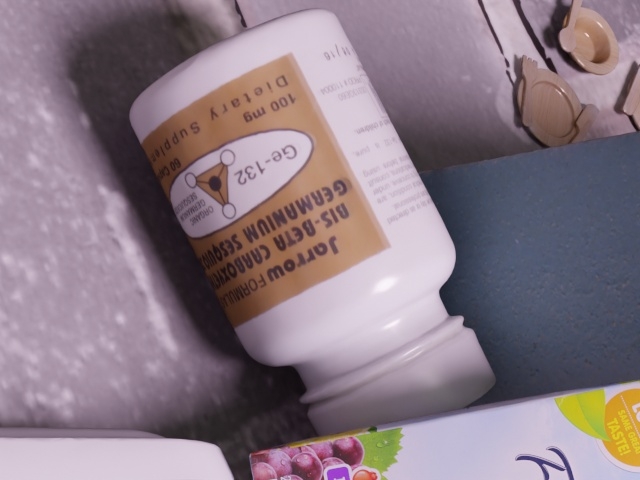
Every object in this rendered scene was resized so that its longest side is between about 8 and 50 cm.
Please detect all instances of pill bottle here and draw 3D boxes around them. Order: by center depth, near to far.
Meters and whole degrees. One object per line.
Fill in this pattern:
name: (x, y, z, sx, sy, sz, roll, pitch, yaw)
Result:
pill bottle: (0.000, 0.000, 0.796, 0.131, 0.131, 0.229, -26, 87, -40)

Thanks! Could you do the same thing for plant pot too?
plant pot: (0.214, 0.077, 0.861, 0.248, 0.247, 0.252, 2, 85, -35)

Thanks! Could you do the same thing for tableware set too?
tableware set: (0.216, -0.098, 1.064, 0.169, 0.020, 0.141, 36, 54, -19)

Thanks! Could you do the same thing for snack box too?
snack box: (0.084, 0.167, 0.696, 0.207, 0.070, 0.174, -12, 83, 4)

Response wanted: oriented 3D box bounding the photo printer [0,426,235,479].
photo printer: (-0.153, 0.205, 0.617, 0.307, 0.107, 0.256, 5, 69, -35)
